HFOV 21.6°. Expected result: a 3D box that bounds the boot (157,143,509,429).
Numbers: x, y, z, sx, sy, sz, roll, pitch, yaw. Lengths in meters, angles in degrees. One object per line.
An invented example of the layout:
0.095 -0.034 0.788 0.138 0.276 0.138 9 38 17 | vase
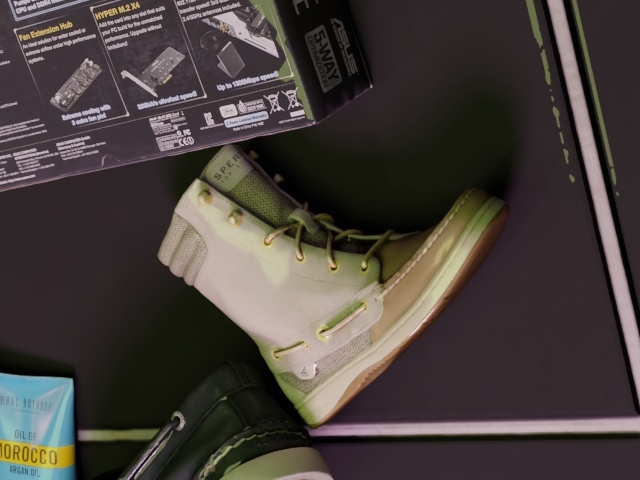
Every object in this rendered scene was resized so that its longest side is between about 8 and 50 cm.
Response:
0.000 0.000 1.001 0.165 0.077 0.213 46 132 5 | boot

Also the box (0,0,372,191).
-0.149 -0.165 1.009 0.307 0.076 0.242 -10 107 33 | box

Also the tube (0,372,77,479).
-0.206 0.193 1.235 0.080 0.052 0.207 2 108 17 | tube

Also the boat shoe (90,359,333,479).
-0.113 0.196 1.141 0.340 0.127 0.113 -54 53 46 | boat shoe
